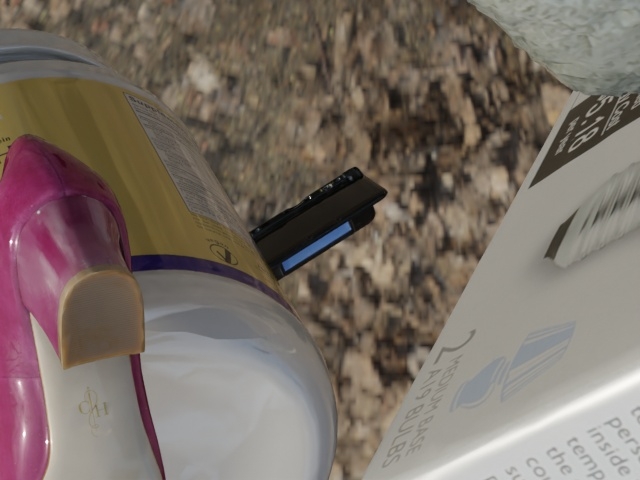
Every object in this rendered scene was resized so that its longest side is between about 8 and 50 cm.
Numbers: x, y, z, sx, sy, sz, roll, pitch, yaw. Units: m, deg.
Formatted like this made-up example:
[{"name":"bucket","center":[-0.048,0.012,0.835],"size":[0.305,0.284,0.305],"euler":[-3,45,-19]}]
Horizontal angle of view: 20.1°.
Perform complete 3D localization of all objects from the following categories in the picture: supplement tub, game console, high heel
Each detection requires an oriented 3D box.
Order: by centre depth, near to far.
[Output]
[{"name":"high heel","center":[-0.127,0.074,0.850],"size":[0.082,0.117,0.244],"euler":[-12,130,-19]},{"name":"supplement tub","center":[-0.153,0.041,1.066],"size":[0.241,0.331,0.241],"euler":[-13,128,-17]},{"name":"game console","center":[0.000,0.000,1.512],"size":[0.122,0.071,0.107],"euler":[-32,144,-7]}]

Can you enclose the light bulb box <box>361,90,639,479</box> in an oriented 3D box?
[{"name":"light bulb box","center":[0.259,0.000,0.634],"size":[0.361,0.358,0.225],"euler":[-33,104,37]}]

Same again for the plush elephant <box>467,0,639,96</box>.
[{"name":"plush elephant","center":[-0.054,-0.123,0.376],"size":[0.255,0.330,0.272],"euler":[-30,70,28]}]
